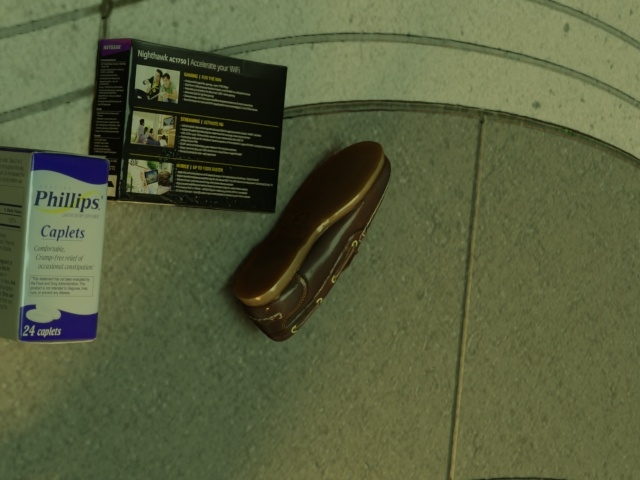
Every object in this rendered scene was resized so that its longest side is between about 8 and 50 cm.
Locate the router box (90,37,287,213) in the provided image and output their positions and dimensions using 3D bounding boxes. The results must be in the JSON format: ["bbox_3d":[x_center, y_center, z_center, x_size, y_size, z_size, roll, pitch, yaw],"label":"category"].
[{"bbox_3d":[-0.109,-0.093,1.266,0.179,0.046,0.133,4,91,-46],"label":"router box"}]

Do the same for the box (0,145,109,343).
[{"bbox_3d":[-0.223,0.000,1.105,0.072,0.126,0.137,2,94,-44],"label":"box"}]

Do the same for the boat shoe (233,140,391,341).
[{"bbox_3d":[0.000,0.000,1.374,0.207,0.073,0.073,-50,129,-20],"label":"boat shoe"}]
